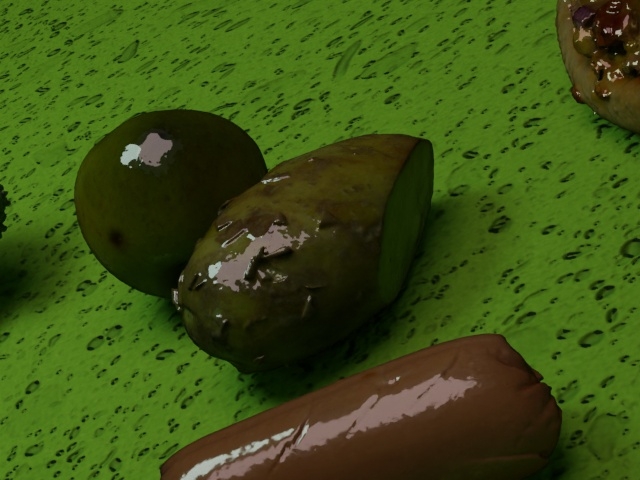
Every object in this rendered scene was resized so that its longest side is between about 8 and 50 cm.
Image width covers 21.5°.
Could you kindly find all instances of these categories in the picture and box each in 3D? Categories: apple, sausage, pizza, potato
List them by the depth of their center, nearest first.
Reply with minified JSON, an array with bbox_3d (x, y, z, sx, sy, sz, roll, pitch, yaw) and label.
[{"bbox_3d":[0.030,0.162,1.252,0.304,0.121,0.121,-22,31,6],"label":"sausage"},{"bbox_3d":[0.000,0.000,1.491,0.176,0.141,0.298,30,61,29],"label":"potato"},{"bbox_3d":[0.331,-0.222,1.522,0.278,0.114,0.409,-55,29,16],"label":"pizza"},{"bbox_3d":[-0.138,-0.034,1.607,0.196,0.196,0.157,-22,66,9],"label":"apple"}]

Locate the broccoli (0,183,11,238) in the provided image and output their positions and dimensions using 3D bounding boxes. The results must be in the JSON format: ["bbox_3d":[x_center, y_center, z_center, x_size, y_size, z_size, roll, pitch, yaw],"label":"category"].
[{"bbox_3d":[-0.456,-0.009,1.768,0.260,0.235,0.288,-128,54,-65],"label":"broccoli"}]
